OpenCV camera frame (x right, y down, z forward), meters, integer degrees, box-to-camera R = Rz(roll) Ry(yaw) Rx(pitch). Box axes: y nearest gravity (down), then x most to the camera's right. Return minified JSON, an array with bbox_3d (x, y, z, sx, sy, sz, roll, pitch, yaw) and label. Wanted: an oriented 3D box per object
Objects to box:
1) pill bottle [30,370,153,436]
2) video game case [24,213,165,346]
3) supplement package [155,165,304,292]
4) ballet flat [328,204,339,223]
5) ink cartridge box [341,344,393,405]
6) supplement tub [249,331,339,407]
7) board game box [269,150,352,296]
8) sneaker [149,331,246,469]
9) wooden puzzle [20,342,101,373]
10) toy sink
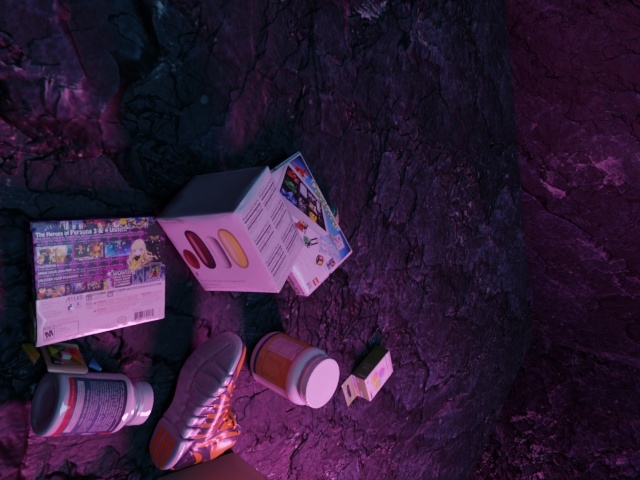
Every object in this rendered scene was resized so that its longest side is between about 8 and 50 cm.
[{"bbox_3d":[-0.403,0.292,0.797,0.180,0.107,0.108,26,80,-49],"label":"pill bottle"},{"bbox_3d":[-0.394,0.061,0.799,0.232,0.041,0.211,-8,105,-48],"label":"video game case"},{"bbox_3d":[-0.174,-0.017,0.894,0.203,0.194,0.149,66,33,-35],"label":"supplement package"},{"bbox_3d":[0.000,0.000,1.225,0.206,0.073,0.067,-60,151,-14],"label":"ballet flat"},{"bbox_3d":[0.169,0.480,1.544,0.209,0.062,0.109,-39,127,-36],"label":"ink cartridge box"},{"bbox_3d":[-0.067,0.327,1.125,0.144,0.199,0.145,-16,112,-46],"label":"supplement tub"},{"bbox_3d":[-0.055,-0.040,1.099,0.193,0.053,0.306,-42,113,-33],"label":"board game box"},{"bbox_3d":[-0.239,0.361,1.008,0.321,0.124,0.180,-58,143,-1],"label":"sneaker"},{"bbox_3d":[-0.441,0.199,0.759,0.014,0.078,0.116,-56,146,7],"label":"wooden puzzle"},{"bbox_3d":[-0.255,0.617,1.020,0.234,0.152,0.131,9,93,-51],"label":"toy sink"}]
